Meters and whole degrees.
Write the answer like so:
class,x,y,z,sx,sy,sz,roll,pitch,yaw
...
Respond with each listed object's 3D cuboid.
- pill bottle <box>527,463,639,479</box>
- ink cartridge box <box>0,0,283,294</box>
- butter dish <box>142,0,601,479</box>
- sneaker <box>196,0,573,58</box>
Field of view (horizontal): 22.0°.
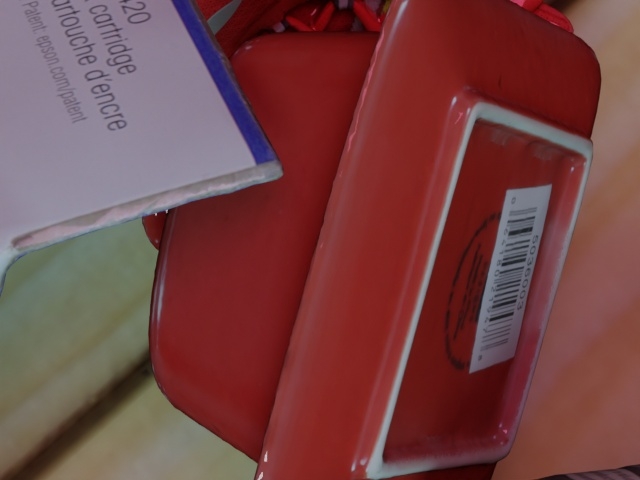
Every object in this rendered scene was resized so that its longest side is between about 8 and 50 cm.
class,x,y,z,sx,sy,sz,roll,pitch,yaw
pill bottle,0.170,0.131,0.449,0.278,0.162,0.162,-7,72,-6
ink cartridge box,-0.207,-0.063,0.478,0.307,0.072,0.304,-13,49,-18
butter dish,0.000,0.000,0.490,0.118,0.160,0.160,17,94,28
sneaker,0.029,-0.097,0.551,0.279,0.107,0.118,-33,90,-10
